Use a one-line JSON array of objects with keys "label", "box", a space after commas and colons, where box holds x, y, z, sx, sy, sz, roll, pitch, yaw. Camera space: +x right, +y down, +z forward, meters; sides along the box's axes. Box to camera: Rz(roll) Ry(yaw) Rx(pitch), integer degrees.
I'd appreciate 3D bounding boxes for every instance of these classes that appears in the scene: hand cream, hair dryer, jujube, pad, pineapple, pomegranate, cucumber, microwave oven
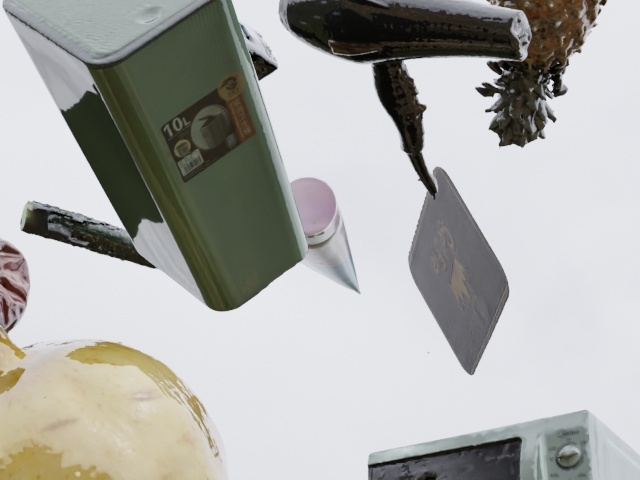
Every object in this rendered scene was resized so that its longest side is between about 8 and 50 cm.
[{"label": "hand cream", "box": [0.000, 0.000, 1.910, 0.111, 0.070, 0.312, 29, -10, 9]}, {"label": "hair dryer", "box": [0.124, -0.167, 1.816, 0.303, 0.120, 0.359, 12, -34, 29]}, {"label": "jujube", "box": [-0.535, 0.061, 2.246, 0.213, 0.213, 0.232, 3, -12, 23]}, {"label": "pad", "box": [0.179, 0.038, 2.572, 0.063, 0.315, 0.375, -20, -25, -16]}, {"label": "pineapple", "box": [0.284, -0.249, 2.056, 0.158, 0.158, 0.279, 11, -58, 10]}, {"label": "pomegranate", "box": [-0.237, 0.215, 1.386, 0.342, 0.342, 0.342, 13, -27, 6]}, {"label": "cucumber", "box": [-0.253, 0.002, 1.987, 0.256, 0.043, 0.044, 16, -9, -25]}, {"label": "microwave oven", "box": [0.234, 0.345, 1.915, 0.295, 0.181, 0.237, -16, -34, 27]}]

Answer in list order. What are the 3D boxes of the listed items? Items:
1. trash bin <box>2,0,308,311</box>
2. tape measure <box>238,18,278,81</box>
[{"label": "trash bin", "box": [-0.150, -0.118, 1.622, 0.223, 0.158, 0.343, 33, -26, 46]}, {"label": "tape measure", "box": [-0.182, -0.271, 2.399, 0.182, 0.107, 0.181, -33, -31, 11]}]
